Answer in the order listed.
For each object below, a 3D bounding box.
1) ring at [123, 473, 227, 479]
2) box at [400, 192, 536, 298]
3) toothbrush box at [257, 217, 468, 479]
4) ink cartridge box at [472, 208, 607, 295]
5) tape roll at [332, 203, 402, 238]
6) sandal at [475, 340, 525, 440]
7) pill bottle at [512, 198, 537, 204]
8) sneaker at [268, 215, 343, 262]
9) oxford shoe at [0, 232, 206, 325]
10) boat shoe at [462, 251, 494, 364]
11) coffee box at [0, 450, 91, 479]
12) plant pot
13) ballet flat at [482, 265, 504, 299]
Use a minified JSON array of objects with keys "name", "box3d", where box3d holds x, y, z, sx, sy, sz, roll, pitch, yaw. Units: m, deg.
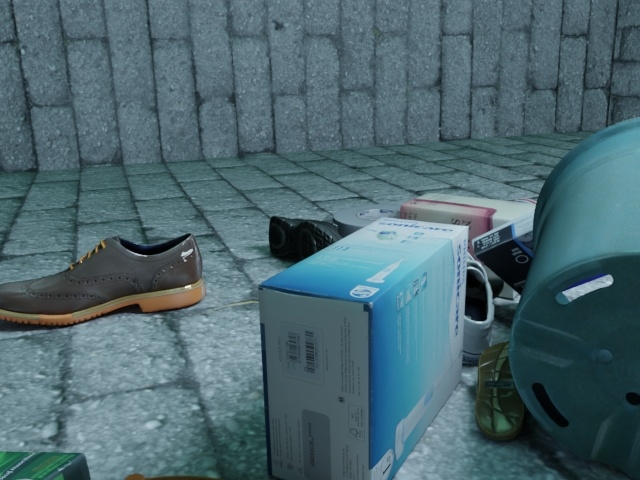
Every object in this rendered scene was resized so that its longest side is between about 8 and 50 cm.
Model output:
[{"name":"ring","box3d":[-0.150,0.281,0.500,0.336,0.032,0.337,-2,16,1]},{"name":"box","box3d":[0.277,0.003,1.215,0.232,0.149,0.126,10,20,36]},{"name":"toothbrush box","box3d":[0.064,0.112,0.734,0.126,0.217,0.295,8,19,29]},{"name":"ink cartridge box","box3d":[0.381,0.023,1.008,0.206,0.208,0.045,-31,37,38]},{"name":"tape roll","box3d":[0.137,-0.025,1.467,0.219,0.072,0.219,-2,16,1]},{"name":"sandal","box3d":[0.226,0.183,0.790,0.072,0.049,0.180,-1,30,24]},{"name":"pill bottle","box3d":[0.400,-0.020,1.358,0.107,0.108,0.180,9,19,34]},{"name":"sneaker","box3d":[0.000,0.000,1.347,0.130,0.109,0.286,-4,17,-30]},{"name":"oxford shoe","box3d":[-0.385,0.057,1.117,0.363,0.133,0.130,-8,17,-19]},{"name":"boat shoe","box3d":[0.221,0.070,0.982,0.095,0.084,0.258,4,34,-4]},{"name":"coffee box","box3d":[-0.320,0.234,0.591,0.184,0.041,0.113,-6,8,23]},{"name":"plant pot","box3d":[0.378,0.064,0.730,0.340,0.341,0.334,7,26,28]},{"name":"ballet flat","box3d":[0.204,0.104,1.059,0.249,0.058,0.084,-19,44,-32]}]
